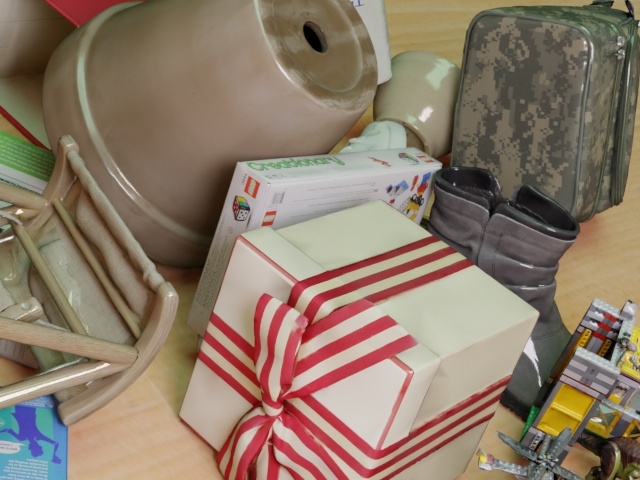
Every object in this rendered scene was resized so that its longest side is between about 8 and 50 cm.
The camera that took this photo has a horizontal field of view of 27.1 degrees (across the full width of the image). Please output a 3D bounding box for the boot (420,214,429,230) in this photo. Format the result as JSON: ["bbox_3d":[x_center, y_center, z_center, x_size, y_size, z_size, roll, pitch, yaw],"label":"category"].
[{"bbox_3d":[0.199,0.003,1.725,0.197,0.073,0.152,33,33,-1],"label":"boot"}]

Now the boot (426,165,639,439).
[{"bbox_3d":[0.246,0.072,1.496,0.338,0.223,0.118,27,31,12],"label":"boot"}]

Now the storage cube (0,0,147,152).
[{"bbox_3d":[-0.306,-0.244,1.717,0.215,0.184,0.193,39,35,29],"label":"storage cube"}]

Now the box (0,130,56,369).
[{"bbox_3d":[-0.343,-0.005,1.452,0.232,0.058,0.322,22,33,3],"label":"box"}]

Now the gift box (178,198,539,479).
[{"bbox_3d":[0.042,0.126,1.274,0.276,0.255,0.258,33,32,31],"label":"gift box"}]

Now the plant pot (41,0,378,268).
[{"bbox_3d":[-0.096,-0.164,1.485,0.323,0.280,0.323,28,48,-37],"label":"plant pot"}]

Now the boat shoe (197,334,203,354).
[{"bbox_3d":[-0.084,0.123,1.423,0.100,0.035,0.035,14,59,-16],"label":"boat shoe"}]

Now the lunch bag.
[{"bbox_3d":[0.334,-0.182,1.847,0.212,0.305,0.256,12,17,33],"label":"lunch bag"}]

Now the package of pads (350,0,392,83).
[{"bbox_3d":[-0.057,-0.300,1.831,0.296,0.229,0.101,-12,34,-3],"label":"package of pads"}]

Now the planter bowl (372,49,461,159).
[{"bbox_3d":[0.139,-0.176,1.904,0.162,0.162,0.109,28,59,14],"label":"planter bowl"}]

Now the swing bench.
[{"bbox_3d":[-0.305,0.036,1.216,0.254,0.165,0.253,-1,38,-37],"label":"swing bench"}]

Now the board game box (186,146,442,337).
[{"bbox_3d":[0.000,0.000,1.461,0.053,0.193,0.305,34,26,31],"label":"board game box"}]

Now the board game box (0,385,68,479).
[{"bbox_3d":[-0.301,0.208,1.153,0.160,0.047,0.210,10,32,-16],"label":"board game box"}]

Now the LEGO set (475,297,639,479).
[{"bbox_3d":[0.308,0.211,1.307,0.255,0.192,0.331,32,41,13],"label":"LEGO set"}]

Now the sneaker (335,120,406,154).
[{"bbox_3d":[0.015,-0.095,1.736,0.169,0.108,0.292,20,33,-5],"label":"sneaker"}]
